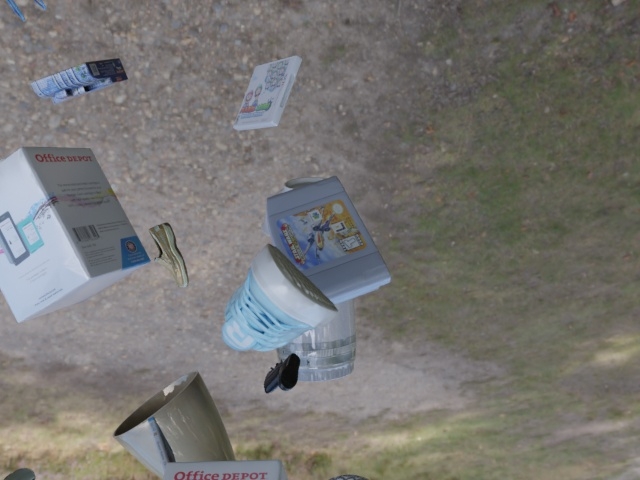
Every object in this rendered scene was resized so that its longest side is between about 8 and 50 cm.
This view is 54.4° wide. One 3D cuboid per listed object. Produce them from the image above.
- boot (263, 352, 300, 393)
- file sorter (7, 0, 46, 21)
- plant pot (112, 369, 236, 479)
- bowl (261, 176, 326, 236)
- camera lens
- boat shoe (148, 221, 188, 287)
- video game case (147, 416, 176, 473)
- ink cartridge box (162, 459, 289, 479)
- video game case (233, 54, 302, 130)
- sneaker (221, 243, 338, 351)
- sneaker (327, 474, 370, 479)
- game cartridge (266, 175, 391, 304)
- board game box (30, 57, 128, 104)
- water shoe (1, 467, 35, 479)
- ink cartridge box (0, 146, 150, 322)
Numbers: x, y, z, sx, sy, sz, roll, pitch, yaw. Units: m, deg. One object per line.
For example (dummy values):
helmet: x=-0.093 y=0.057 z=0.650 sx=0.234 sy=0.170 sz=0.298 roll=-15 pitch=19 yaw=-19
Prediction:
boot: x=-0.096 y=0.324 z=1.448 sx=0.045 sy=0.121 sz=0.099 roll=41 pitch=118 yaw=-12
file sorter: x=-0.475 y=-0.469 z=1.069 sx=0.170 sy=0.118 sz=0.104 roll=-36 pitch=132 yaw=-14
plant pot: x=-0.338 y=0.519 z=1.589 sx=0.257 sy=0.256 sz=0.274 roll=-31 pitch=97 yaw=34
bowl: x=-0.036 y=-0.109 z=1.865 sx=0.298 sy=0.298 sz=0.134 roll=-4 pitch=110 yaw=-2
camera lens: x=-0.015 y=0.222 z=1.688 sx=0.220 sy=0.274 sz=0.219 roll=-4 pitch=-177 yaw=0
boat shoe: x=-0.428 y=0.048 z=1.732 sx=0.072 sy=0.189 sz=0.068 roll=-21 pitch=179 yaw=-32
video game case: x=-0.281 y=0.427 z=1.170 sx=0.015 sy=0.166 sz=0.119 roll=-24 pitch=130 yaw=-14
ink cartridge box: x=-0.122 y=0.379 z=0.740 sx=0.155 sy=0.212 sz=0.093 roll=-3 pitch=131 yaw=6
video game case: x=-0.108 y=-0.290 z=1.235 sx=0.019 sy=0.143 sz=0.157 roll=24 pitch=171 yaw=-35
sneaker: x=-0.072 y=0.108 z=0.888 sx=0.150 sy=0.135 sz=0.366 roll=-46 pitch=174 yaw=-6
sneaker: x=0.050 y=0.449 z=0.689 sx=0.138 sy=0.365 sz=0.210 roll=-8 pitch=162 yaw=11
game cartridge: x=0.000 y=0.000 z=1.335 sx=0.198 sy=0.297 sz=0.062 roll=-17 pitch=147 yaw=-15
board game box: x=-0.597 y=-0.377 z=1.503 sx=0.194 sy=0.194 sz=0.060 roll=-16 pitch=106 yaw=12
water shoe: x=-0.346 y=0.325 z=0.639 sx=0.080 sy=0.203 sz=0.073 roll=43 pitch=111 yaw=-8
ink cartridge box: x=-0.513 y=-0.020 z=1.210 sx=0.197 sy=0.270 sz=0.198 roll=-29 pitch=178 yaw=19
